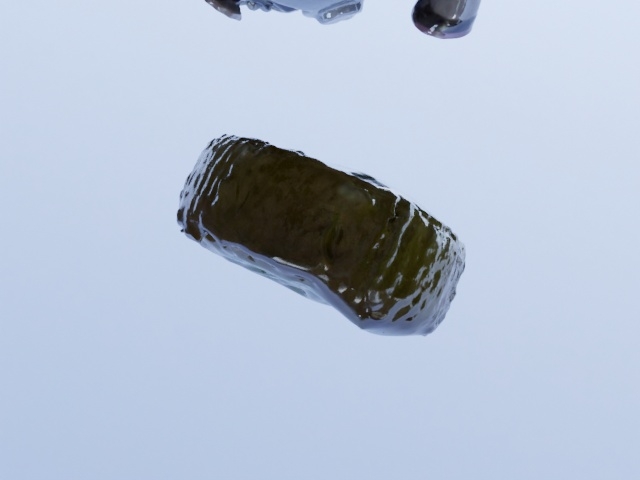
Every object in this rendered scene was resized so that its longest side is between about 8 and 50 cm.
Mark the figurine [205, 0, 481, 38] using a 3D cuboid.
[{"bbox_3d":[0.033,-0.381,1.417,0.361,0.211,0.253,1,-112,-9],"label":"figurine"}]

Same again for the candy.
[{"bbox_3d":[0.000,0.000,1.079,0.259,0.260,0.118,24,-97,15],"label":"candy"}]
